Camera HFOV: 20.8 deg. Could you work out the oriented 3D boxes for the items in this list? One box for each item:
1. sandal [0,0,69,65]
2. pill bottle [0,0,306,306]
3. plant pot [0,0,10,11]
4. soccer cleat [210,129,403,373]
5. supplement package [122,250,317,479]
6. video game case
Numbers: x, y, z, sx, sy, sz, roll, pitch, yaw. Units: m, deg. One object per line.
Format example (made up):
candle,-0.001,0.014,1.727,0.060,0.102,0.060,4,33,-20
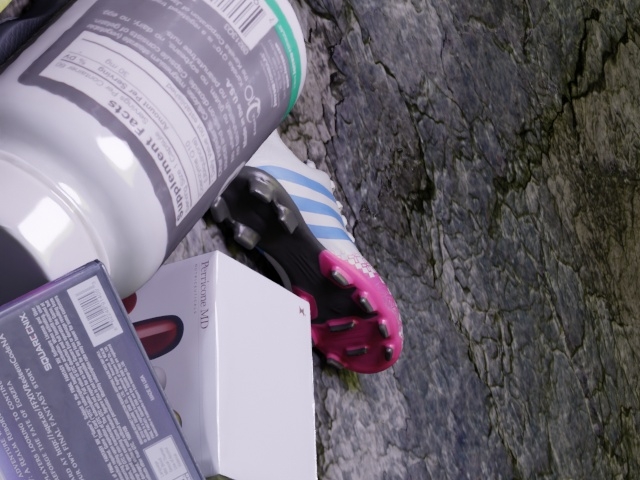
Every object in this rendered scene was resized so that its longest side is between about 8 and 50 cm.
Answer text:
sandal,-0.256,-0.167,1.549,0.254,0.054,0.097,-60,141,-56
pill bottle,-0.177,-0.079,1.408,0.361,0.204,0.204,-52,123,-40
plant pot,-0.340,-0.272,1.254,0.276,0.276,0.254,-75,150,-45
soccer cleat,0.000,0.000,1.860,0.331,0.116,0.143,54,34,-33
supplement package,-0.128,0.140,1.456,0.149,0.203,0.194,33,48,-52
video game case,-0.237,0.160,1.231,0.196,0.274,0.026,67,-14,-14
